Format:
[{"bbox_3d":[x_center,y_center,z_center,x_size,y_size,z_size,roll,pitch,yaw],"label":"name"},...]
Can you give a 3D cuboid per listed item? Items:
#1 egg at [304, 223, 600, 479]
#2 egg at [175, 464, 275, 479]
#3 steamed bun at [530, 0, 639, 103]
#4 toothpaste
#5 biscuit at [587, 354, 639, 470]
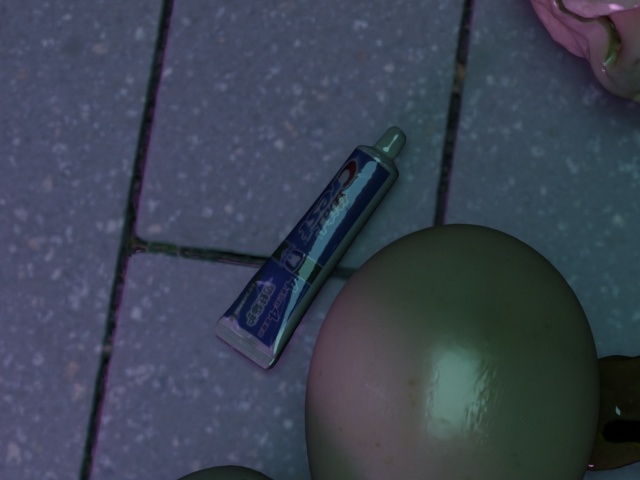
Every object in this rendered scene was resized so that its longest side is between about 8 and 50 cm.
[{"bbox_3d":[0.082,0.115,1.099,0.188,0.188,0.253,11,84,6],"label":"egg"},{"bbox_3d":[-0.069,0.266,1.077,0.186,0.186,0.253,4,64,5],"label":"egg"},{"bbox_3d":[0.279,-0.219,1.150,0.276,0.203,0.289,-29,78,-3],"label":"steamed bun"},{"bbox_3d":[0.000,0.000,1.210,0.057,0.035,0.197,33,83,26],"label":"toothpaste"},{"bbox_3d":[0.305,0.118,1.093,0.320,0.047,0.183,5,95,27],"label":"biscuit"}]
